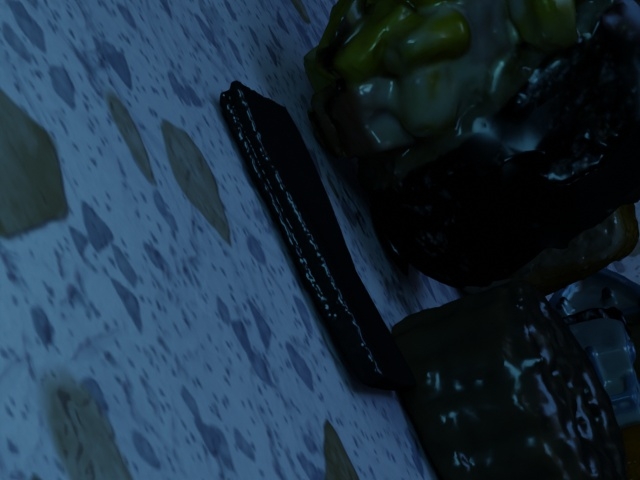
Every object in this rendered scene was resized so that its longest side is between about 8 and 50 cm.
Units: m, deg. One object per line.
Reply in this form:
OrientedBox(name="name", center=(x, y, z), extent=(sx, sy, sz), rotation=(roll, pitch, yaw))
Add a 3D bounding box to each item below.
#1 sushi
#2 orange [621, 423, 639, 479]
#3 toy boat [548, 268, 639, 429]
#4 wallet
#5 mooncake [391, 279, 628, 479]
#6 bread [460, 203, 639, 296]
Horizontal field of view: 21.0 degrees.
OrientedBox(name="sushi", center=(0.148, -0.153, 1.524), extent=(0.285, 0.328, 0.329), rotation=(48, 17, -11))
OrientedBox(name="orange", center=(0.297, 0.280, 1.502), extent=(0.240, 0.171, 0.240), rotation=(-22, 90, -89))
OrientedBox(name="toy boat", center=(0.303, 0.122, 1.884), extent=(0.332, 0.145, 0.133), rotation=(-79, 152, -63))
OrientedBox(name="wallet", center=(-0.001, 0.000, 1.268), extent=(0.244, 0.025, 0.124), rotation=(63, 13, 14))
OrientedBox(name="mooncake", center=(0.158, 0.141, 1.371), extent=(0.228, 0.124, 0.228), rotation=(56, 15, -24))
OrientedBox(name="bread", center=(0.224, -0.036, 1.820), extent=(0.176, 0.195, 0.246), rotation=(68, 14, 9))
